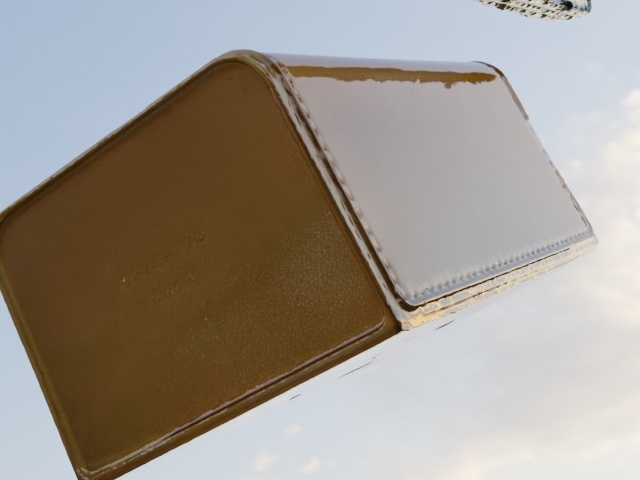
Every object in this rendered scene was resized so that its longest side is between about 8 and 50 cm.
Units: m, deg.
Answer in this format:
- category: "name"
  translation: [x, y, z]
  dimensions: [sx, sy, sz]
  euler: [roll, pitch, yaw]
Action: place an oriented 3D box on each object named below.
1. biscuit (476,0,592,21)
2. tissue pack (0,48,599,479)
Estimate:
- category: "biscuit"
  translation: [0.109, -0.192, 0.675]
  dimensions: [0.040, 0.121, 0.199]
  euler: [-10, -1, 30]
- category: "tissue pack"
  translation: [0.000, 0.000, 0.616]
  dimensions: [0.194, 0.145, 0.274]
  euler: [-28, -7, 29]
